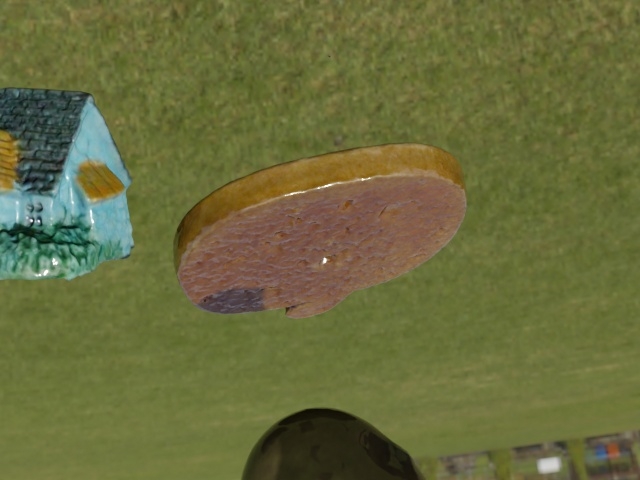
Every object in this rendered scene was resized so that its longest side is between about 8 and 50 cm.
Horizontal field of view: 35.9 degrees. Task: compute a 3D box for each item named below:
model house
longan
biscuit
[{"bbox_3d":[-0.379,-0.088,1.234,0.261,0.241,0.226,6,-167,27],"label":"model house"},{"bbox_3d":[0.015,0.287,1.066,0.220,0.196,0.196,31,155,-9],"label":"longan"},{"bbox_3d":[-0.003,-0.007,1.316,0.395,0.070,0.350,-9,149,-17],"label":"biscuit"}]
